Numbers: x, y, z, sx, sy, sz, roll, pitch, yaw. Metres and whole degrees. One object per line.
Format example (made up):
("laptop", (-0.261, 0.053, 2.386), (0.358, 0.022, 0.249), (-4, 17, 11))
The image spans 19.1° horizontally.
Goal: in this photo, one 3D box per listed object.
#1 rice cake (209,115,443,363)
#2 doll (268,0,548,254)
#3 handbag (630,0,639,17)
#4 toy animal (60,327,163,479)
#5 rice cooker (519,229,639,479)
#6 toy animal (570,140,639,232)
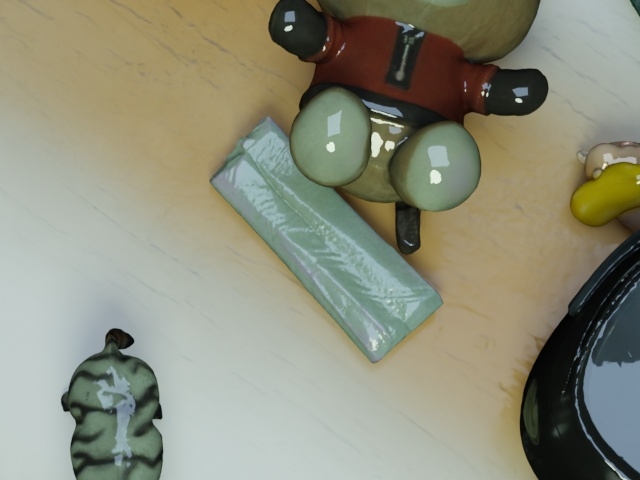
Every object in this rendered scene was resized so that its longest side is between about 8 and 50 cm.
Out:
("rice cake", (0.000, -0.001, 1.600), (0.080, 0.042, 0.222), (-42, 82, -7))
("doll", (0.076, -0.166, 1.585), (0.235, 0.174, 0.330), (16, 71, -2))
("handbag", (0.403, -0.302, 1.675), (0.326, 0.089, 0.238), (-25, 78, -10))
("toy animal", (-0.157, 0.198, 1.479), (0.090, 0.170, 0.255), (-4, 58, -9))
("rice cooker", (0.291, 0.124, 1.488), (0.267, 0.224, 0.267), (0, 75, -1))
("toy animal", (0.272, -0.053, 1.607), (0.114, 0.091, 0.082), (15, 61, 3))
